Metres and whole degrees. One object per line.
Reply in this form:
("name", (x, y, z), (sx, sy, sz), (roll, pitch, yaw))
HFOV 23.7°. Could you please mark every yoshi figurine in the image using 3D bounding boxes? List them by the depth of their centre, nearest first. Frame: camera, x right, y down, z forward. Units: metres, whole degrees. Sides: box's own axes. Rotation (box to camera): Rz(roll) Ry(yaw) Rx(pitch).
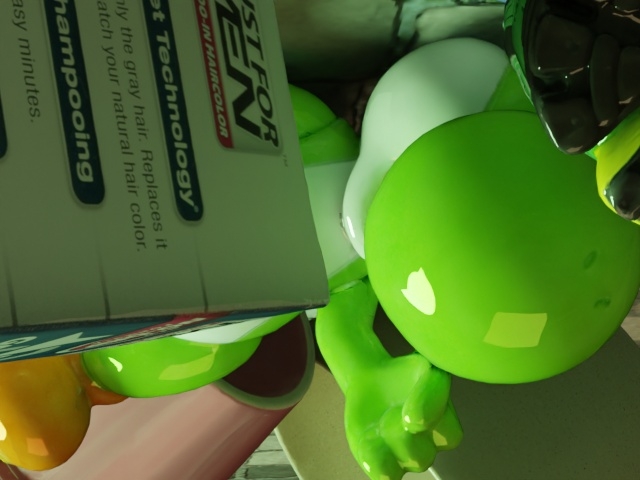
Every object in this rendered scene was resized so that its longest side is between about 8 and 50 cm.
("yoshi figurine", (-0.009, 0.002, 0.662), (0.362, 0.203, 0.203), (-13, 152, 20))

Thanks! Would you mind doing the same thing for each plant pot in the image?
("plant pot", (-0.109, 0.081, 0.902), (0.180, 0.201, 0.201), (-35, 146, 30))
("plant pot", (0.119, 0.134, 1.018), (0.191, 0.284, 0.284), (-35, 170, -19))

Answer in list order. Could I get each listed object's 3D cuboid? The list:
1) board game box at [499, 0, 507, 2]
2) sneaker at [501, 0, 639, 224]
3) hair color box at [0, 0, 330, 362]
("board game box", (0.082, -0.140, 0.486), (0.136, 0.035, 0.201), (7, 159, -29))
("sneaker", (0.223, -0.042, 0.505), (0.343, 0.134, 0.146), (20, -165, -9))
("hair color box", (-0.140, -0.051, 0.376), (0.105, 0.174, 0.347), (-13, 173, 31))
